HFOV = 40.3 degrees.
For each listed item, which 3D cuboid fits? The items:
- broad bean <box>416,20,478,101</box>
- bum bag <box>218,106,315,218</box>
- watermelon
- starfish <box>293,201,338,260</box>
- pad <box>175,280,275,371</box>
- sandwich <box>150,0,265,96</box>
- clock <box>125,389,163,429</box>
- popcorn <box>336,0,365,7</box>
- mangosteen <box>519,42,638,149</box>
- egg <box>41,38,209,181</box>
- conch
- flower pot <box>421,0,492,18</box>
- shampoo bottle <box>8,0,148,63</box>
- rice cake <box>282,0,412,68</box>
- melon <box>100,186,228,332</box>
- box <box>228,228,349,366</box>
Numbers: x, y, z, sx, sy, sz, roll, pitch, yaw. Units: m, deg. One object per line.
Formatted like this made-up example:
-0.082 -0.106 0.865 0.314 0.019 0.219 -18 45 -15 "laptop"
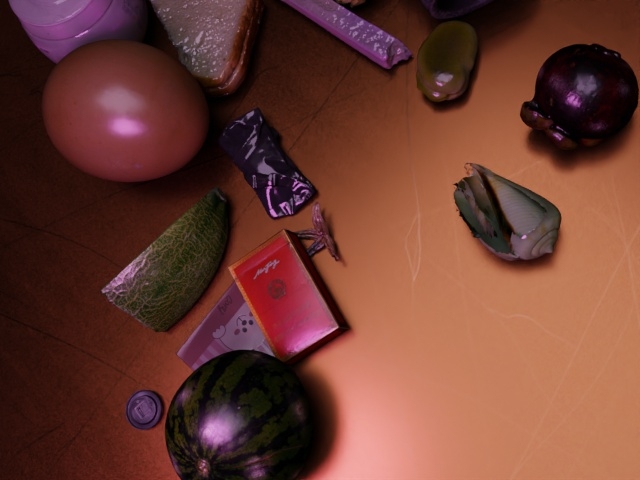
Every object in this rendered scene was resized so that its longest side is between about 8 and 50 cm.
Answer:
0.261 -0.370 1.808 0.124 0.082 0.175 5 69 17 "broad bean"
-0.118 -0.165 1.877 0.123 0.060 0.248 -37 71 5 "bum bag"
-0.152 0.358 1.661 0.285 0.285 0.285 -4 77 15 "watermelon"
0.002 0.001 1.817 0.130 0.041 0.133 44 119 25 "starfish"
-0.147 0.187 1.836 0.202 0.005 0.300 40 91 20 "pad"
-0.285 -0.462 1.970 0.288 0.099 0.254 14 82 18 "sandwich"
-0.375 0.361 1.857 0.085 0.017 0.085 -3 77 15 "clock"
0.060 -0.580 1.881 0.135 0.162 0.141 29 128 -10 "popcorn"
0.500 -0.273 1.658 0.209 0.210 0.210 -4 77 15 "mangosteen"
-0.414 -0.274 1.856 0.373 0.301 0.301 8 80 27 "egg"
0.345 -0.050 1.676 0.250 0.137 0.143 34 89 20 "conch"
0.249 -0.621 1.768 0.299 0.299 0.283 -26 81 9 "flower pot"
-0.543 -0.529 1.970 0.272 0.266 0.273 -5 73 15 "shampoo bottle"
0.023 -0.489 1.904 0.399 0.070 0.064 36 94 21 "rice cake"
-0.299 0.027 1.844 0.323 0.196 0.124 -50 42 -3 "melon"
-0.068 0.117 1.784 0.153 0.074 0.240 -35 72 17 "box"
